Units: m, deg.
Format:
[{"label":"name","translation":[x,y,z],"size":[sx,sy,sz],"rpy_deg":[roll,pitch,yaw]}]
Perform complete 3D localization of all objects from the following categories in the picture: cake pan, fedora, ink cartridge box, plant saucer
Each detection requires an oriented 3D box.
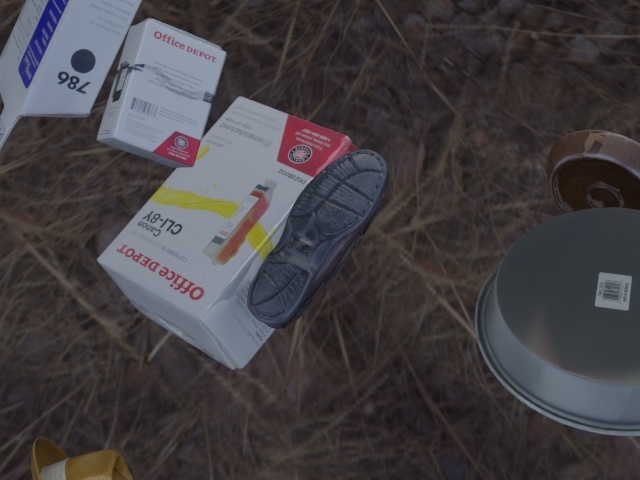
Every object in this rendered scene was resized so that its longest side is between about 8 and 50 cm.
[{"label":"cake pan","translation":[0.308,0.070,1.247],"size":[0.293,0.293,0.054],"rpy_deg":[-4,134,3]},{"label":"fedora","translation":[-0.235,0.278,1.277],"size":[0.079,0.194,0.194],"rpy_deg":[-28,101,-2]},{"label":"ink cartridge box","translation":[-0.207,-0.233,1.075],"size":[0.065,0.165,0.333],"rpy_deg":[22,106,-29]},{"label":"ink cartridge box","translation":[-0.132,-0.020,1.965],"size":[0.385,0.279,0.160],"rpy_deg":[-51,139,-16]},{"label":"ink cartridge box","translation":[-0.190,-0.175,1.439],"size":[0.109,0.063,0.151],"rpy_deg":[20,82,-29]},{"label":"plant saucer","translation":[0.336,-0.055,1.402],"size":[0.168,0.029,0.168],"rpy_deg":[25,145,19]}]

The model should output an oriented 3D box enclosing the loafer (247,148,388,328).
[{"label":"loafer","translation":[0.000,0.000,1.785],"size":[0.109,0.095,0.303],"rpy_deg":[32,82,23]}]
